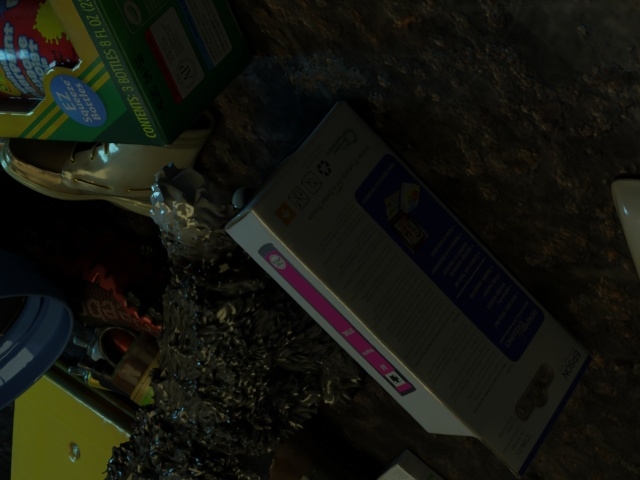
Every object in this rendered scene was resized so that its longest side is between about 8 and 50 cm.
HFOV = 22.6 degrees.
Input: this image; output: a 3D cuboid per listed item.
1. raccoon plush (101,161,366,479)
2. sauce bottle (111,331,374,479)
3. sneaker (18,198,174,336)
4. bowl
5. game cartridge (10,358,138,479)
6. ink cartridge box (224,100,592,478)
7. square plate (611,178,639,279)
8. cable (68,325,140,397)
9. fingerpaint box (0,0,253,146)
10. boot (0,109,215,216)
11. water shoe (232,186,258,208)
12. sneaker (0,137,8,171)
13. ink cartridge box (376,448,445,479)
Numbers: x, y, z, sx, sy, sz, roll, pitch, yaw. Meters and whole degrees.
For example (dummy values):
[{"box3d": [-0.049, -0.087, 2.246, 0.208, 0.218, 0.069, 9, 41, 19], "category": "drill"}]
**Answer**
[{"box3d": [-0.157, 0.132, 1.688, 0.216, 0.299, 0.446, 31, 167, 44], "category": "raccoon plush"}, {"box3d": [-0.091, 0.226, 1.964, 0.344, 0.111, 0.111, 34, 144, 3], "category": "sauce bottle"}, {"box3d": [-0.239, 0.058, 1.924, 0.276, 0.097, 0.135, 28, 142, 17], "category": "sneaker"}, {"box3d": [-0.473, 0.146, 1.845, 0.077, 0.391, 0.391, 57, 148, 19], "category": "bowl"}, {"box3d": [-0.323, 0.348, 2.196, 0.285, 0.053, 0.323, 28, 121, 38], "category": "game cartridge"}, {"box3d": [0.092, 0.052, 1.564, 0.371, 0.175, 0.069, 44, 143, -7], "category": "ink cartridge box"}, {"box3d": [0.443, 0.102, 1.425, 0.344, 0.049, 0.347, 6, 132, 36], "category": "square plate"}, {"box3d": [-0.191, 0.179, 2.073, 0.287, 0.072, 0.139, 22, 125, 2], "category": "cable"}, {"box3d": [-0.323, -0.314, 1.538, 0.371, 0.163, 0.444, 6, 133, 37], "category": "fingerpaint box"}, {"box3d": [-0.228, -0.109, 1.717, 0.213, 0.077, 0.165, 14, 143, -9], "category": "boot"}, {"box3d": [0.000, 0.000, 1.696, 0.203, 0.073, 0.080, 41, 120, -7], "category": "water shoe"}, {"box3d": [-0.368, -0.121, 1.869, 0.215, 0.084, 0.083, 1, 144, 44], "category": "sneaker"}, {"box3d": [0.129, 0.306, 1.931, 0.115, 0.029, 0.063, 39, 144, -2], "category": "ink cartridge box"}]
